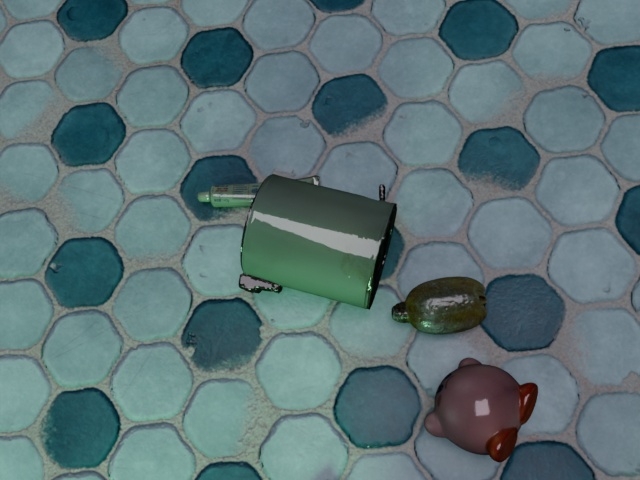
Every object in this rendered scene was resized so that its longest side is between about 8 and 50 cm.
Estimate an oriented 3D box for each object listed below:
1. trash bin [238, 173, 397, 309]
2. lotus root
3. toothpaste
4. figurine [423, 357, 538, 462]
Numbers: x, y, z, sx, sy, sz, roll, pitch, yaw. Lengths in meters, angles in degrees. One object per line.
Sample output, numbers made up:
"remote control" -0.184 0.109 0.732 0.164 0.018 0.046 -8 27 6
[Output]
"trash bin" 0.000 0.000 1.391 0.263 0.217 0.277 15 86 9
"lotus root" 0.237 0.133 1.396 0.192 0.088 0.113 -8 79 3
"toothpaste" -0.135 -0.101 1.523 0.269 0.047 0.069 -2 54 3
"figurine" 0.295 0.310 1.297 0.173 0.173 0.173 -2 73 5
